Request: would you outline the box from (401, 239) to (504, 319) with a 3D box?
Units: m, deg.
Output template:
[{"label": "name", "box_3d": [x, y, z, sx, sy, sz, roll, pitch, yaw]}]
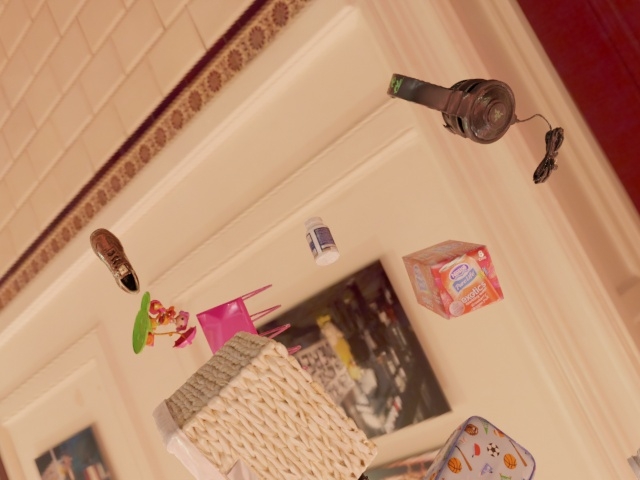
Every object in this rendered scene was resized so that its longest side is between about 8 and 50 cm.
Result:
[{"label": "box", "box_3d": [0.279, 0.078, 1.471, 0.128, 0.123, 0.257, -20, -175, -5]}]

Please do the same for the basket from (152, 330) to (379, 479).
[{"label": "basket", "box_3d": [-0.118, 0.379, 1.321, 0.266, 0.328, 0.331, -44, -171, -17]}]

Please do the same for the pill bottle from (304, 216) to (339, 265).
[{"label": "pill bottle", "box_3d": [0.000, 0.000, 1.772, 0.067, 0.120, 0.067, -17, 152, -9]}]

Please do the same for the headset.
[{"label": "headset", "box_3d": [0.328, -0.252, 1.447, 0.394, 0.185, 0.243, 14, -166, -4]}]

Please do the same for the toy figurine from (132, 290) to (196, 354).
[{"label": "toy figurine", "box_3d": [-0.421, 0.235, 1.877, 0.159, 0.173, 0.130, 10, 178, -30]}]

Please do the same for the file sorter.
[{"label": "file sorter", "box_3d": [-0.193, 0.301, 2.025, 0.202, 0.291, 0.182, -23, -179, 40]}]

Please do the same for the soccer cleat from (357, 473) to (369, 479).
[{"label": "soccer cleat", "box_3d": [0.101, 0.661, 1.816, 0.060, 0.072, 0.179, -15, 157, 11]}]

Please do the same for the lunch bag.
[{"label": "lunch bag", "box_3d": [0.399, 0.612, 1.694, 0.303, 0.243, 0.115, -45, 169, -40]}]

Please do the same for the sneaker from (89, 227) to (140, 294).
[{"label": "sneaker", "box_3d": [-0.484, 0.052, 1.630, 0.066, 0.188, 0.071, -40, -140, -22]}]

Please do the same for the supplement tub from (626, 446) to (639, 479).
[{"label": "supplement tub", "box_3d": [0.930, 0.585, 1.778, 0.199, 0.144, 0.144, -34, 169, 14]}]
